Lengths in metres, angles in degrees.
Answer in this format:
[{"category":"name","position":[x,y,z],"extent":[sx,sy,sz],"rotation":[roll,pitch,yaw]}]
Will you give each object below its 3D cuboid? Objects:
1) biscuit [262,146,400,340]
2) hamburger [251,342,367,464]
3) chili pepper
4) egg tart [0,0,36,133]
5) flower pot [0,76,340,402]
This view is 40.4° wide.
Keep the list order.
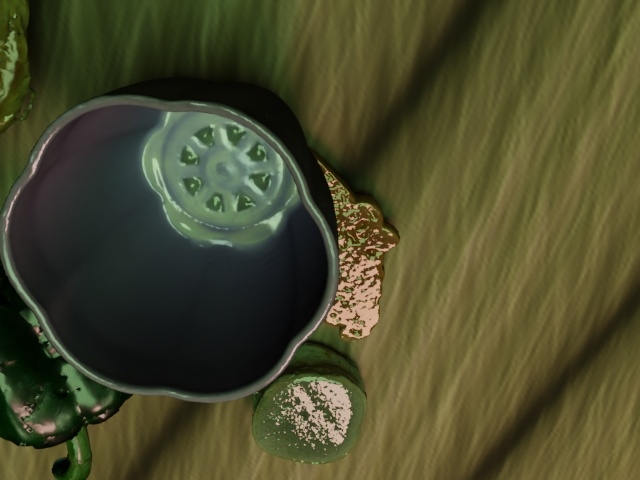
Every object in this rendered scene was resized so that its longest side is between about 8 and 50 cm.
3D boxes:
[{"category":"biscuit","position":[0.000,0.000,0.922],"extent":[0.162,0.035,0.250],"rotation":[-20,116,2]},{"category":"hamburger","position":[-0.012,0.191,0.999],"extent":[0.133,0.062,0.140],"rotation":[14,116,-9]},{"category":"chili pepper","position":[-0.268,0.136,0.889],"extent":[0.165,0.174,0.261],"rotation":[-30,117,-20]},{"category":"egg tart","position":[-0.368,-0.195,0.747],"extent":[0.290,0.107,0.291],"rotation":[-1,115,-1]},{"category":"flower pot","position":[-0.111,-0.032,0.764],"extent":[0.265,0.243,0.265],"rotation":[1,115,3]}]
